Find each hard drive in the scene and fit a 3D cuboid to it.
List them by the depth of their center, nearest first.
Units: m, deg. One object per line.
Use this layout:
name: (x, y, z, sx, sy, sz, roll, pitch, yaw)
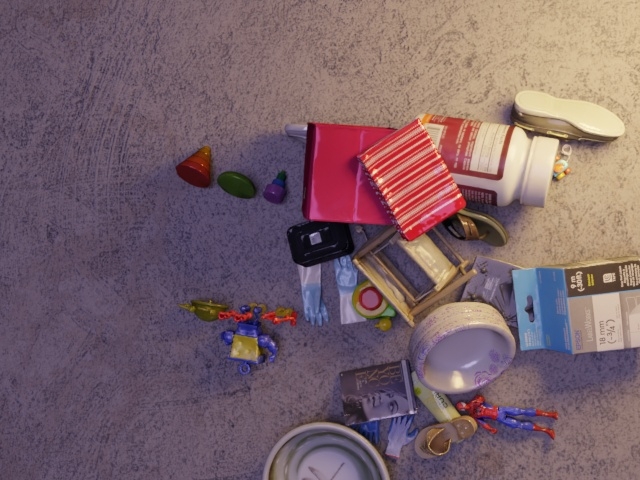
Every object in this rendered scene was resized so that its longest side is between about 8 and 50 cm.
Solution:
hard drive: (0.548, 0.156, 1.872, 0.255, 0.054, 0.172, 20, 95, 12)

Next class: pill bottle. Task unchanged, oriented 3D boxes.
pill bottle: (0.440, -0.218, 1.796, 0.392, 0.224, 0.224, 13, 93, 19)

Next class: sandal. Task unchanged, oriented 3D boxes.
sandal: (0.393, -0.049, 1.838, 0.303, 0.120, 0.086, 26, 72, -14)
sandal: (0.339, 0.577, 1.863, 0.240, 0.079, 0.088, -41, 76, 35)

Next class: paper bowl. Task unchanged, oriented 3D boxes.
paper bowl: (0.390, 0.288, 1.823, 0.284, 0.148, 0.284, -5, 126, -6)

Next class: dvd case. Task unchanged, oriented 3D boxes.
dvd case: (0.171, 0.458, 1.947, 0.221, 0.018, 0.164, -13, 61, 13)

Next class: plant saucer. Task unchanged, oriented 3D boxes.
plant saucer: (0.024, 0.744, 1.975, 0.401, 0.100, 0.400, 0, 91, 13)

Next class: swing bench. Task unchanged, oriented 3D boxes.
swing bench: (0.262, 0.066, 1.859, 0.255, 0.165, 0.253, -41, 94, 10)

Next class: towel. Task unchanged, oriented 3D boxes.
towel: (0.243, -0.156, 1.707, 0.199, 0.031, 0.274, -31, 102, 0)

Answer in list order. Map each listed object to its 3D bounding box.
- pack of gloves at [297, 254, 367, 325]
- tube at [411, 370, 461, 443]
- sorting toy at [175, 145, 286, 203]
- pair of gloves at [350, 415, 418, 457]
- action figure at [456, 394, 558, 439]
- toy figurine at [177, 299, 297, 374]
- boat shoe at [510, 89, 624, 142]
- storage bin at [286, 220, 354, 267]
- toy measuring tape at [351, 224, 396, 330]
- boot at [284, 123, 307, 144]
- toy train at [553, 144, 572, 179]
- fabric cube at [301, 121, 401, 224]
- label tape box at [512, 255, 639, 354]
pack of gloves: (0.029, 0.150, 2.004, 0.195, 0.046, 0.232, -9, 88, 14)
tube: (0.349, 0.487, 1.920, 0.070, 0.062, 0.240, -31, 75, -23)
sorting toy: (-0.273, -0.222, 2.067, 0.366, 0.127, 0.126, 15, 64, 10)
pair of gloves: (0.196, 0.573, 1.974, 0.198, 0.023, 0.159, 17, 94, 14)
action figure: (0.526, 0.504, 1.839, 0.280, 0.139, 0.091, 9, 91, 16)
toy figurine: (-0.262, 0.312, 2.008, 0.363, 0.191, 0.217, 6, 96, 15)
boat shoe: (0.690, -0.336, 1.822, 0.305, 0.091, 0.109, 19, 57, 11)
storage bin: (0.000, 0.000, 1.982, 0.180, 0.084, 0.122, -17, 76, 12)
toy measuring tape: (0.130, 0.122, 1.951, 0.121, 0.121, 0.330, -23, 76, 13)
boot: (0.006, -0.277, 1.981, 0.258, 0.095, 0.123, 12, 93, 8)
toy train: (0.636, -0.231, 1.856, 0.166, 0.046, 0.125, 1, 90, 14)
fabric cube: (0.084, -0.195, 1.827, 0.259, 0.254, 0.258, 3, 102, -6)
label tape box: (0.715, 0.182, 1.767, 0.334, 0.106, 0.240, -7, 93, 3)
